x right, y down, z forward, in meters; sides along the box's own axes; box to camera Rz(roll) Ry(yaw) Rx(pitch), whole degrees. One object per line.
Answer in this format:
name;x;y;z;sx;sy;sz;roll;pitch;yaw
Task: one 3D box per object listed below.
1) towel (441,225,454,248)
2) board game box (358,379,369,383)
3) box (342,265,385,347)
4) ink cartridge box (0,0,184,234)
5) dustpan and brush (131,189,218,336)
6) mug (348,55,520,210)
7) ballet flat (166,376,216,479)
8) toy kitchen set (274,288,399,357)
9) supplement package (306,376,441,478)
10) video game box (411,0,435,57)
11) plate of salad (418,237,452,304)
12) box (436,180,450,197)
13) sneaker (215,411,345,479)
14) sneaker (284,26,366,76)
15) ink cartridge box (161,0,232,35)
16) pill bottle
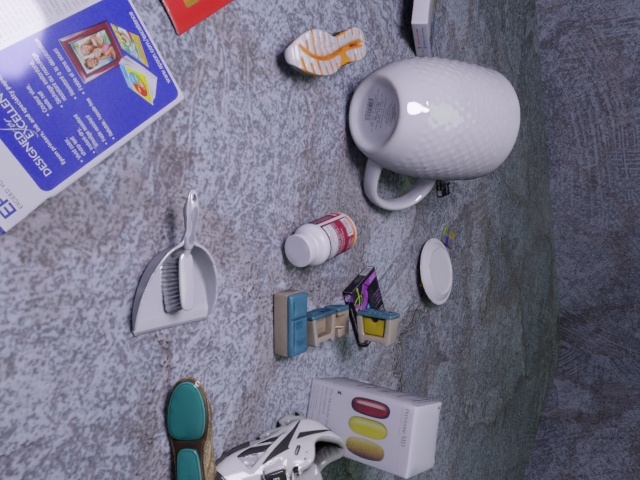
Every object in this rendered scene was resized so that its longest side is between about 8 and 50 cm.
towel;0.416;-0.010;1.637;0.083;0.009;0.060;29;71;-51
board game box;0.106;0.434;1.235;0.103;0.026;0.154;-50;130;-39
box;0.111;0.160;1.219;0.116;0.029;0.162;-43;127;-43
ink cartridge box;-0.336;-0.218;0.553;0.307;0.072;0.304;-52;132;-35
dustpan and brush;-0.205;0.030;0.751;0.147;0.060;0.211;-6;97;-53
mug;0.226;-0.236;1.172;0.328;0.276;0.374;-5;127;-37
ballet flat;-0.199;0.306;0.793;0.067;0.073;0.206;-35;127;-79
toy kitchen set;0.036;0.156;1.000;0.207;0.166;0.122;-8;99;-54
supplement package;0.107;0.377;1.048;0.134;0.244;0.139;18;78;-53
video game box;0.276;-0.617;1.321;0.187;0.048;0.205;22;74;-71
plate of salad;0.342;0.093;1.514;0.200;0.048;0.200;12;73;-48
box;0.382;-0.180;1.570;0.067;0.018;0.083;-22;110;-51
sneaker;-0.079;0.419;0.887;0.330;0.146;0.122;-26;114;-49
sneaker;0.001;-0.366;0.989;0.215;0.083;0.084;-27;115;-44
ink cartridge box;-0.169;-0.499;0.756;0.296;0.066;0.261;-54;132;-36
pill bottle;0.000;0.000;1.008;0.152;0.086;0.086;-24;112;-50
